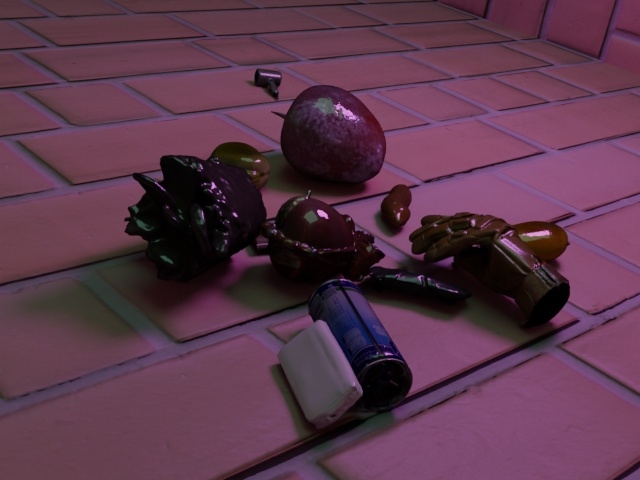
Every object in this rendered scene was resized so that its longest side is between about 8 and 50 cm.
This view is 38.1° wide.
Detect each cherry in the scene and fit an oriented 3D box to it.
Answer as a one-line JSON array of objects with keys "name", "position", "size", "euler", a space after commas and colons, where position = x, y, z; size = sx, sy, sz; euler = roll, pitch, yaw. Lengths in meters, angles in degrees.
[{"name": "cherry", "position": [0.015, -0.241, 2.071], "size": [0.285, 0.213, 0.236], "euler": [27, 38, 12]}]

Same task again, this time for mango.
[{"name": "mango", "position": [0.422, 0.001, 1.886], "size": [0.161, 0.076, 0.103], "euler": [3, 32, -8]}]

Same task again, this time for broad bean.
[{"name": "broad bean", "position": [-0.175, -0.161, 2.000], "size": [0.124, 0.082, 0.174], "euler": [-5, 20, -28]}]

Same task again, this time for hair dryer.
[{"name": "hair dryer", "position": [-0.134, -0.433, 2.597], "size": [0.071, 0.047, 0.150], "euler": [1, 34, -20]}]

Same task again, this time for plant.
[{"name": "plant", "position": [-0.221, -0.035, 1.574], "size": [0.199, 0.188, 0.276], "euler": [55, 22, 5]}]

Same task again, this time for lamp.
[{"name": "lamp", "position": [-0.009, 0.008, 1.661], "size": [0.223, 0.151, 0.215], "euler": [36, 12, -19]}]

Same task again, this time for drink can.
[{"name": "drink can", "position": [0.056, 0.154, 1.425], "size": [0.097, 0.097, 0.235], "euler": [0, 27, -20]}]

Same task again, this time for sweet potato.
[{"name": "sweet potato", "position": [0.162, -0.079, 1.978], "size": [0.065, 0.051, 0.218], "euler": [8, 25, 4]}]

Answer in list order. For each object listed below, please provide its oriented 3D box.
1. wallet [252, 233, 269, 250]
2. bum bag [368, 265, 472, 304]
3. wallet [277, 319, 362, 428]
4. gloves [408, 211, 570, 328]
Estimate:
[{"name": "wallet", "position": [-0.056, -0.008, 1.786], "size": [0.176, 0.026, 0.095], "euler": [-2, 26, -25]}, {"name": "bum bag", "position": [0.173, 0.083, 1.667], "size": [0.198, 0.049, 0.087], "euler": [13, 2, 7]}, {"name": "wallet", "position": [-0.003, 0.192, 1.343], "size": [0.033, 0.095, 0.190], "euler": [45, 9, -34]}, {"name": "gloves", "position": [0.309, 0.026, 1.707], "size": [0.154, 0.141, 0.331], "euler": [3, 28, -49]}]
